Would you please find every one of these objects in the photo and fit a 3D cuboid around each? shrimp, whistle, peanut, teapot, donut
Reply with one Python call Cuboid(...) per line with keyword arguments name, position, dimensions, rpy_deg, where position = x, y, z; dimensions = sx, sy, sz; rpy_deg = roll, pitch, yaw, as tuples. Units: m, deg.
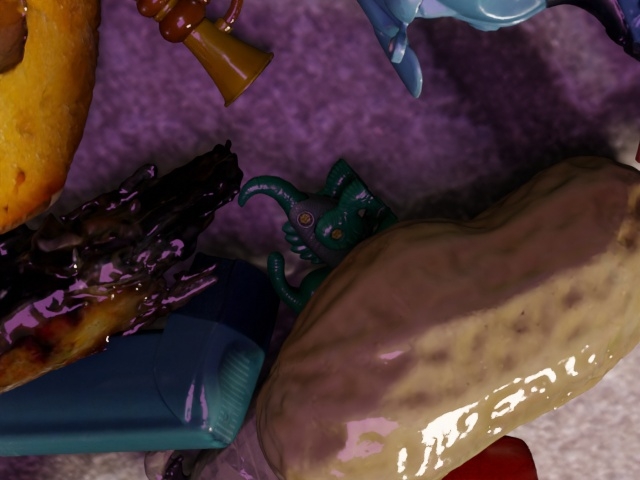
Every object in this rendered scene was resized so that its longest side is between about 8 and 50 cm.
Cuboid(name="shrimp", position=(-0.233, -0.014, 0.836), dimensions=(0.364, 0.071, 0.233), rpy_deg=(-24, 91, 8))
Cuboid(name="whistle", position=(-0.075, -0.140, 0.803), dimensions=(0.057, 0.046, 0.109), rpy_deg=(-33, 107, 33))
Cuboid(name="peanut", position=(0.097, 0.049, 0.806), dimensions=(0.313, 0.152, 0.152), rpy_deg=(-27, 117, -13))
Cuboid(name="teapot", position=(-0.043, 0.136, 0.929), dimensions=(0.107, 0.077, 0.200), rpy_deg=(35, 113, -11))
Cuboid(name="donut", position=(-0.191, -0.118, 0.756), dimensions=(0.101, 0.152, 0.259), rpy_deg=(2, 86, 16))

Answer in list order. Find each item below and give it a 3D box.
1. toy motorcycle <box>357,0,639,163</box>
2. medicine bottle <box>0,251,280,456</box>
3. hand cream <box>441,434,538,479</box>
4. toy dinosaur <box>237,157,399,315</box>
Cuboid(name="toy motorcycle", position=(0.127, -0.157, 0.747), dimensions=(0.272, 0.123, 0.182), rpy_deg=(15, 107, -6))
Cuboid(name="medicine bottle", position=(-0.153, 0.086, 0.891), dimensions=(0.258, 0.124, 0.079), rpy_deg=(-8, 157, 19))
Cuboid(name="hand cream", position=(0.086, 0.230, 0.912), dimensions=(0.125, 0.193, 0.193), rpy_deg=(-2, 118, -1))
Cuboid(name="toy dinosaur", position=(0.000, 0.000, 0.853), dimensions=(0.096, 0.059, 0.132), rpy_deg=(-46, 116, 6))
